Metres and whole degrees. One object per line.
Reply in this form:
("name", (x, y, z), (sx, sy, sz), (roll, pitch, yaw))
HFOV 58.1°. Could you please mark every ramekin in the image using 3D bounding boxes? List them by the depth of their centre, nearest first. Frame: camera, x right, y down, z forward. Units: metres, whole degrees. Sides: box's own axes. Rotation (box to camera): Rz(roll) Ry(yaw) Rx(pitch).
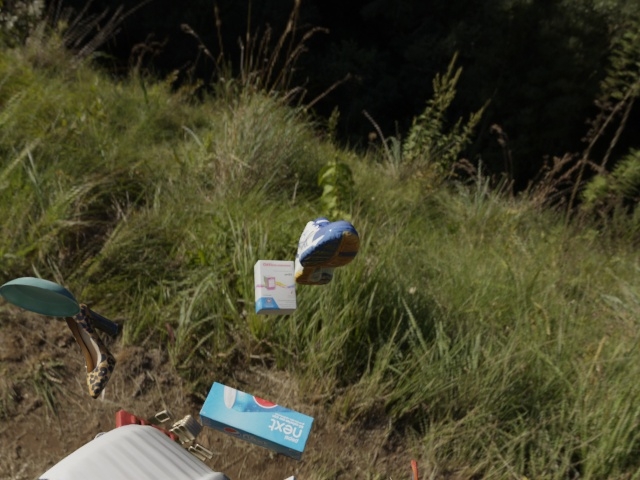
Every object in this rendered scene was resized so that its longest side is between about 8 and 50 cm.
("ramekin", (-0.224, 0.306, 0.572), (0.127, 0.273, 0.273), (42, 56, 15))

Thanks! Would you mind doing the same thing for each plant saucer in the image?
("plant saucer", (-0.428, 0.085, 0.887), (0.119, 0.119, 0.021), (9, 59, -4))

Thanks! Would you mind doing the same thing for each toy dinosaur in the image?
("toy dinosaur", (0.135, 0.349, 0.789), (0.090, 0.082, 0.047), (19, 11, 24))

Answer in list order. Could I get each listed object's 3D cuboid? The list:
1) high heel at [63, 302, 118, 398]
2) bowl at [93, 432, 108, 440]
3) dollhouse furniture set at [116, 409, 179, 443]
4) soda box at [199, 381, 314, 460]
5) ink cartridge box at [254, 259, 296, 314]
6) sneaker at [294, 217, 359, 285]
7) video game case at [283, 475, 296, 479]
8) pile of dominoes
("high heel", (-0.666, 0.301, 1.603), (0.093, 0.186, 0.261), (-31, 43, 22))
("bowl", (-0.451, 0.490, 1.315), (0.142, 0.142, 0.053), (14, 87, -14))
("dollhouse furniture set", (-0.365, 0.501, 1.078), (0.152, 0.374, 0.201), (35, 86, -20))
("soda box", (-0.124, 0.352, 1.121), (0.210, 0.067, 0.071), (19, 54, 5))
("ink cartridge box", (-0.108, 0.111, 1.371), (0.089, 0.052, 0.122), (2, 66, -18))
("sneaker", (0.000, 0.000, 1.239), (0.112, 0.296, 0.130), (7, 69, -16))
("video game case", (-0.134, 0.741, 1.582), (0.019, 0.143, 0.157), (48, 23, -19))
("pile of dominoes", (-0.429, 0.577, 1.680), (0.196, 0.251, 0.040), (49, 40, -10))
